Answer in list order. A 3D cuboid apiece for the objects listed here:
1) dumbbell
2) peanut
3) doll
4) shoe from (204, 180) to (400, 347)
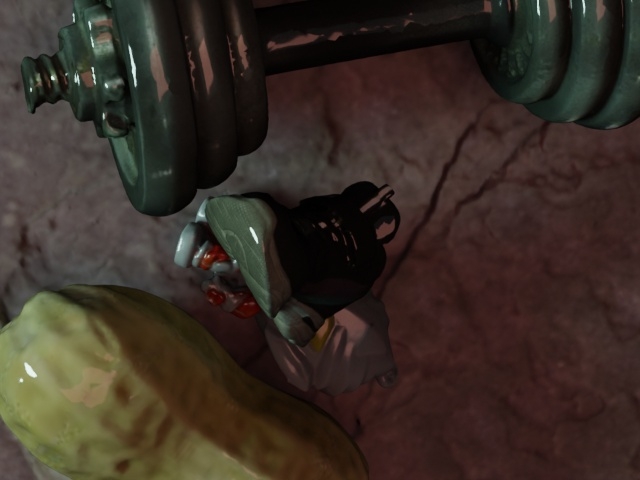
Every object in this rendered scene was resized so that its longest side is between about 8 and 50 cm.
[{"bbox_3d":[0.029,-0.126,0.914,0.406,0.179,0.179,-12,108,-14],"label":"dumbbell"},{"bbox_3d":[-0.080,0.122,0.978,0.290,0.130,0.130,39,91,-28],"label":"peanut"},{"bbox_3d":[-0.016,0.042,1.006,0.180,0.079,0.094,38,59,-17],"label":"doll"},{"bbox_3d":[0.000,0.000,0.891,0.099,0.169,0.071,-31,69,-1],"label":"shoe"}]
